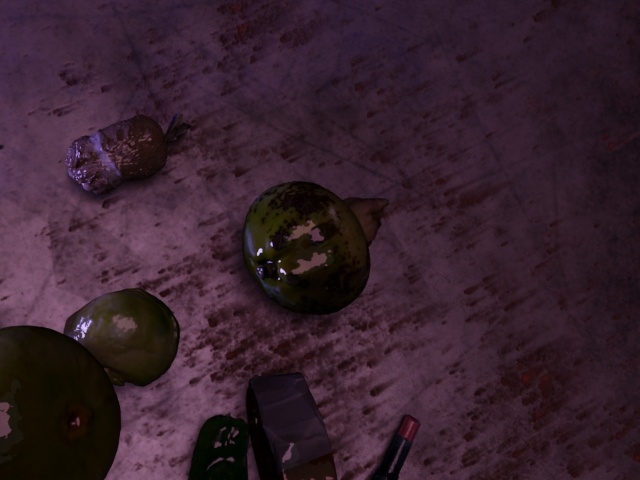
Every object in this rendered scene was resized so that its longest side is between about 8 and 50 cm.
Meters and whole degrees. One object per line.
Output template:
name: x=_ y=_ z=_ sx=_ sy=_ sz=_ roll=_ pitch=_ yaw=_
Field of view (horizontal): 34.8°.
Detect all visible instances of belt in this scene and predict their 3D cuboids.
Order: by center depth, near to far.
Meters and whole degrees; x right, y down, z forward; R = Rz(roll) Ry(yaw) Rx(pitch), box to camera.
belt: x=-0.048 y=0.326 z=1.610 sx=0.105 sy=0.184 sz=0.261 roll=-7 pitch=51 yaw=-13

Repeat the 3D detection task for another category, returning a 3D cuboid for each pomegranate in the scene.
pomegranate: x=0.010 y=0.000 z=1.687 sx=0.276 sy=0.204 sz=0.222 roll=-19 pitch=102 yaw=-12

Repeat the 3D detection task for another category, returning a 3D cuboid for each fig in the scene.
fig: x=-0.464 y=0.280 z=1.505 sx=0.316 sy=0.316 sz=0.316 roll=2 pitch=80 yaw=-11

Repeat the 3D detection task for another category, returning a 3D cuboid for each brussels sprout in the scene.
brussels sprout: x=-0.314 y=0.146 z=1.637 sx=0.183 sy=0.131 sz=0.145 roll=22 pitch=110 yaw=-9

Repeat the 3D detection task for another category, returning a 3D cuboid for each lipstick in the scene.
lipstick: x=0.112 y=0.403 z=1.724 sx=0.053 sy=0.053 sz=0.234 roll=30 pitch=71 yaw=-5

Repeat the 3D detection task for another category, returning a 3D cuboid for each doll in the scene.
doll: x=-0.315 y=-0.149 z=1.705 sx=0.221 sy=0.115 sz=0.105 roll=-19 pitch=74 yaw=-21

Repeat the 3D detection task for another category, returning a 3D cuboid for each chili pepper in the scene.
chili pepper: x=-0.165 y=0.405 z=1.645 sx=0.099 sy=0.083 sz=0.253 roll=2 pitch=84 yaw=-9
